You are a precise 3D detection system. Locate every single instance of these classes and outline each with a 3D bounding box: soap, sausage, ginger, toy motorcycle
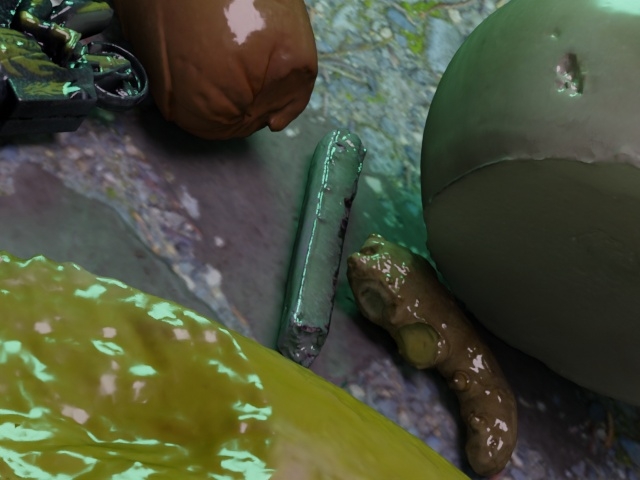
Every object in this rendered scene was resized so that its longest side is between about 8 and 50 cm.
[{"bbox_3d":[-0.039,0.185,1.021,0.427,0.115,0.306,32,40,-14],"label":"soap"},{"bbox_3d":[-0.094,-0.203,1.331,0.121,0.121,0.304,1,57,-41],"label":"sausage"},{"bbox_3d":[0.079,0.069,1.284,0.173,0.051,0.069,52,29,9],"label":"ginger"},{"bbox_3d":[-0.197,-0.119,1.212,0.193,0.061,0.124,-13,62,-45],"label":"toy motorcycle"}]

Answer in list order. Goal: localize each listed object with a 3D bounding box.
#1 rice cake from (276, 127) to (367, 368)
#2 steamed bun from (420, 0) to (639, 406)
[{"bbox_3d":[0.000,0.001,1.292,0.033,0.033,0.207,28,41,-15],"label":"rice cake"},{"bbox_3d":[0.226,-0.042,1.299,0.324,0.324,0.206,35,61,-11],"label":"steamed bun"}]
